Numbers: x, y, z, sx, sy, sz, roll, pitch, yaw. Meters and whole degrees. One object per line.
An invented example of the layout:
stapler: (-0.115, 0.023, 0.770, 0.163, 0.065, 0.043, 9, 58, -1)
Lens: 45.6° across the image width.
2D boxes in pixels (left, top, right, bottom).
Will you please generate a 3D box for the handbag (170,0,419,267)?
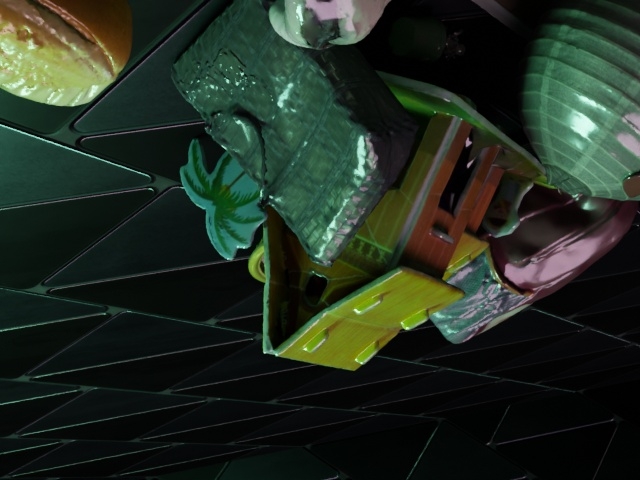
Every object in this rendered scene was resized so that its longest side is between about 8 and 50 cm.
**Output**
handbag: (-0.030, -0.120, 0.724, 0.175, 0.270, 0.088, -45, 165, 34)

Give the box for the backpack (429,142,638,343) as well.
backpack: (0.277, -0.029, 1.041, 0.317, 0.283, 0.197, -37, 105, 27)

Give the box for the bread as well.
bread: (-0.252, -0.196, 0.567, 0.106, 0.140, 0.236, -28, 151, 34)

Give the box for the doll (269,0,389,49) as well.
doll: (0.033, -0.235, 0.609, 0.192, 0.095, 0.149, -53, 172, -20)

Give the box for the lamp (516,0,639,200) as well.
lamp: (0.313, -0.148, 0.780, 0.233, 0.233, 0.265, -21, 174, 14)

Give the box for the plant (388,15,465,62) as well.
plant: (0.122, -0.213, 0.813, 0.102, 0.051, 0.051, -6, 155, -39)

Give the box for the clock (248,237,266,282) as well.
clock: (0.000, 0.000, 1.167, 0.237, 0.057, 0.237, -12, 155, -6)

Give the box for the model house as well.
model house: (0.033, -0.021, 0.904, 0.300, 0.340, 0.324, 23, 92, -51)

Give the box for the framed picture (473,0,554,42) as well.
framed picture: (0.313, -0.276, 0.813, 0.216, 0.016, 0.273, -32, 148, 33)
